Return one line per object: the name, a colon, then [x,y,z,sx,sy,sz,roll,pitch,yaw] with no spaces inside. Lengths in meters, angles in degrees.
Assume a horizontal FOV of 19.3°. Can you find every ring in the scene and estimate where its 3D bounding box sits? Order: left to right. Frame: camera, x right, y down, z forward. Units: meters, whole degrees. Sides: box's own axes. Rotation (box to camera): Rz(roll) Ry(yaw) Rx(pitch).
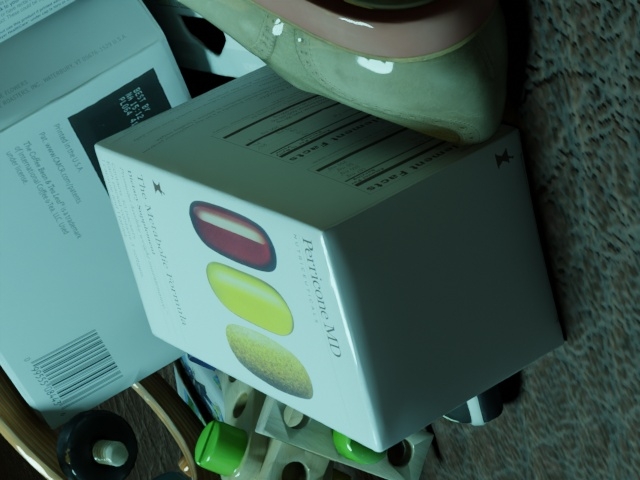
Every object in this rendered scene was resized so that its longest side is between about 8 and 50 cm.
ring: [-0.195,0.148,1.585,0.336,0.032,0.336,40,-167,-11]

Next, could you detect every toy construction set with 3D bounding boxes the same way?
toy construction set: [-0.011,0.206,1.331,0.309,0.257,0.237,51,154,-19]

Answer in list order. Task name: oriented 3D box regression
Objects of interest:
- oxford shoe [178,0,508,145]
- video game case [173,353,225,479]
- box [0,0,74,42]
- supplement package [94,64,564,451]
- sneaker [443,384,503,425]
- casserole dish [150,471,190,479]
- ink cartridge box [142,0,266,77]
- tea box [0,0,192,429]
oxford shoe: [-0.040,-0.147,1.017,0.348,0.123,0.130,37,158,38]
video game case: [-0.049,0.272,1.757,0.300,0.036,0.329,53,158,38]
box: [-0.196,-0.218,1.224,0.072,0.126,0.137,47,162,36]
supplement package: [0.000,0.000,1.068,0.244,0.134,0.139,20,132,54]
sneaker: [0.029,0.069,1.184,0.235,0.097,0.084,32,141,61]
casserole dish: [-0.107,0.260,1.733,0.114,0.037,0.188,48,171,-11]
ink cartridge box: [-0.094,-0.224,1.246,0.239,0.060,0.275,61,164,-20]
tea box: [-0.231,-0.096,1.442,0.323,0.220,0.329,55,171,37]
